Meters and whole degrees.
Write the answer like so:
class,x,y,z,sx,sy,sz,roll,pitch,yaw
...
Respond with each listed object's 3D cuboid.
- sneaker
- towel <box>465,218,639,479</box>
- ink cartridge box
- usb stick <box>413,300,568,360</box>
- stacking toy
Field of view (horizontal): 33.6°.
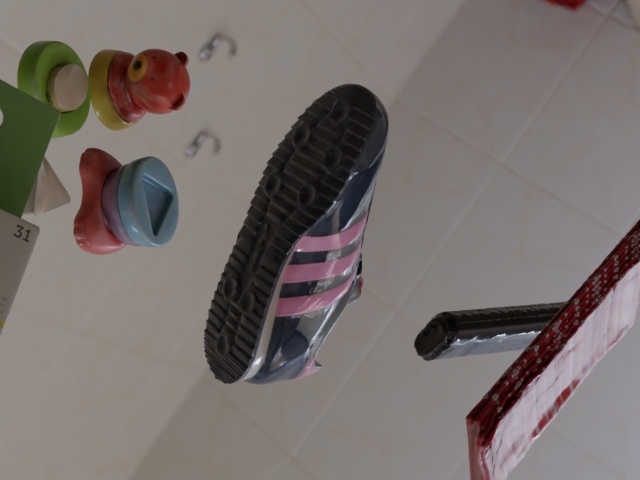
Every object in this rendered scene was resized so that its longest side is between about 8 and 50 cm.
class,x,y,z,sx,sy,sz,roll,pitch,yaw
sneaker,0.000,0.000,1.036,0.131,0.319,0.112,10,-154,-41
towel,0.232,0.124,1.018,0.031,0.275,0.199,36,159,27
ink cartridge box,-0.304,-0.039,0.835,0.171,0.235,0.056,29,160,-34
usb stick,0.230,0.111,1.322,0.278,0.077,0.045,-1,-124,-41
stacking toy,-0.281,-0.141,1.469,0.130,0.309,0.279,-4,173,22
